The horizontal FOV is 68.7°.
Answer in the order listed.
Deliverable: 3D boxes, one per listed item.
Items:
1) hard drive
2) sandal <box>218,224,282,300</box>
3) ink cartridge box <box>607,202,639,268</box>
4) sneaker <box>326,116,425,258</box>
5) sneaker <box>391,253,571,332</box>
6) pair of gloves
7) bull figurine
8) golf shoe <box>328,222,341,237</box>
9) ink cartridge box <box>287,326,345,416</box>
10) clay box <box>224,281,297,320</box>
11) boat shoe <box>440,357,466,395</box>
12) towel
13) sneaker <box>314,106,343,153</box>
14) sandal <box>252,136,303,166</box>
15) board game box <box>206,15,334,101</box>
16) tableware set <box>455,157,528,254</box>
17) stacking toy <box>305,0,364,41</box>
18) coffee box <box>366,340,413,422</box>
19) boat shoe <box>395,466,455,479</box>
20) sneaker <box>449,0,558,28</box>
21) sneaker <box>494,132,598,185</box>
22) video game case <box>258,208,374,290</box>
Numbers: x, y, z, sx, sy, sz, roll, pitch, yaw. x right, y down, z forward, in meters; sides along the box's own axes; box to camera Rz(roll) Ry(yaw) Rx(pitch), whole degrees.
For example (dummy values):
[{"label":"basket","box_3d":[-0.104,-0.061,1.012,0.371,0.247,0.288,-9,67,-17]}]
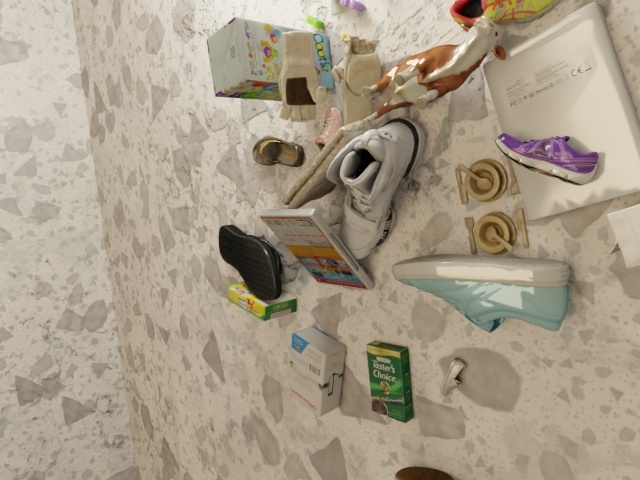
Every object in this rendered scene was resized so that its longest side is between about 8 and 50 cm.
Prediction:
[{"label":"hard drive","box_3d":[0.419,-0.208,0.809,0.203,0.040,0.308,-20,83,47]},{"label":"sandal","box_3d":[-0.209,0.046,1.507,0.445,0.107,0.168,34,124,52]},{"label":"ink cartridge box","box_3d":[0.515,-0.020,0.705,0.143,0.092,0.090,-24,80,46]},{"label":"sneaker","box_3d":[0.091,-0.098,1.045,0.137,0.210,0.366,35,122,22]},{"label":"sneaker","box_3d":[0.296,0.108,0.936,0.365,0.135,0.150,2,96,48]},{"label":"pair of gloves","box_3d":[0.023,-0.369,1.082,0.042,0.240,0.204,-115,29,-70]},{"label":"bull figurine","box_3d":[0.201,-0.317,0.908,0.101,0.188,0.310,59,157,-11]},{"label":"golf shoe","box_3d":[0.000,0.000,1.263,0.198,0.093,0.077,-14,86,46]},{"label":"ink cartridge box","box_3d":[-0.014,0.377,1.357,0.148,0.085,0.203,22,114,43]},{"label":"clay box","box_3d":[-0.194,0.182,1.481,0.222,0.127,0.053,17,109,45]},{"label":"boat shoe","box_3d":[0.299,0.312,1.048,0.035,0.035,0.100,33,114,41]},{"label":"towel","box_3d":[0.035,-0.180,1.114,0.049,0.187,0.282,50,132,8]},{"label":"sneaker","box_3d":[0.019,-0.278,1.203,0.051,0.070,0.134,2,98,49]},{"label":"sandal","box_3d":[-0.138,-0.257,1.383,0.219,0.060,0.090,22,113,43]},{"label":"board game box","box_3d":[-0.119,-0.436,1.165,0.142,0.275,0.144,-4,94,49]},{"label":"tableware set","box_3d":[0.332,-0.065,0.932,0.128,0.039,0.194,-11,90,48]},{"label":"stacking toy","box_3d":[0.047,-0.581,1.125,0.221,0.052,0.167,42,126,34]},{"label":"coffee box","box_3d":[0.174,0.353,1.184,0.113,0.040,0.184,3,100,47]},{"label":"boat shoe","box_3d":[0.292,0.602,1.061,0.285,0.104,0.089,4,98,46]},{"label":"sneaker","box_3d":[0.325,-0.426,0.827,0.208,0.094,0.082,-8,90,46]},{"label":"sneaker","box_3d":[0.383,-0.151,0.797,0.170,0.068,0.071,30,103,30]},{"label":"video game case","box_3d":[-0.010,0.024,1.195,0.204,0.025,0.285,3,141,47]}]
